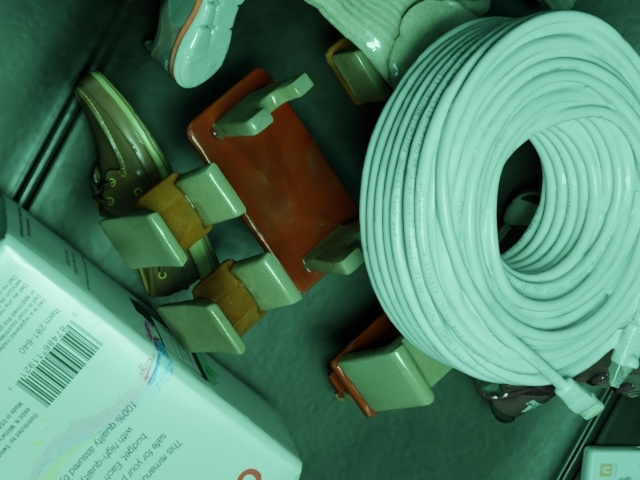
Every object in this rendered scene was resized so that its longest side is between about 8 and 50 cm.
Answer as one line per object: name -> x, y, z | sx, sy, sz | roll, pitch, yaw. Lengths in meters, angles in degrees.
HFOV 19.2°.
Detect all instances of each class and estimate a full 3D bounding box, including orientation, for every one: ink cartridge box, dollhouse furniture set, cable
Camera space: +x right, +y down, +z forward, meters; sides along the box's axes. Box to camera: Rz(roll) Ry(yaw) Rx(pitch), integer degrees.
ink cartridge box -> -0.183, 0.136, 1.357 | 0.278, 0.117, 0.201 | 40, 97, -19
dollhouse furniture set -> 0.000, 0.000, 1.377 | 0.262, 0.135, 0.259 | -41, 107, -26
cable -> 0.141, -0.029, 1.300 | 0.257, 0.089, 0.257 | 27, 81, -40

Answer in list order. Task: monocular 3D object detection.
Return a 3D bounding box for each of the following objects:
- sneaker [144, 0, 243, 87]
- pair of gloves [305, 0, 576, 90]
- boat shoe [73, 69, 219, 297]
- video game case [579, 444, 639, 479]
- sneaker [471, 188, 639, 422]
sneaker -> -0.085, -0.191, 1.353 | 0.061, 0.065, 0.158 | 8, 111, -59
pair of gloves -> 0.102, -0.194, 1.353 | 0.204, 0.042, 0.240 | 45, 58, -24
boat shoe -> -0.136, -0.037, 1.373 | 0.060, 0.064, 0.178 | -30, 109, -10
video game case -> 0.290, 0.264, 1.569 | 0.173, 0.022, 0.190 | 2, 100, -15
sneaker -> 0.218, 0.103, 1.454 | 0.281, 0.106, 0.162 | 42, 102, 14
